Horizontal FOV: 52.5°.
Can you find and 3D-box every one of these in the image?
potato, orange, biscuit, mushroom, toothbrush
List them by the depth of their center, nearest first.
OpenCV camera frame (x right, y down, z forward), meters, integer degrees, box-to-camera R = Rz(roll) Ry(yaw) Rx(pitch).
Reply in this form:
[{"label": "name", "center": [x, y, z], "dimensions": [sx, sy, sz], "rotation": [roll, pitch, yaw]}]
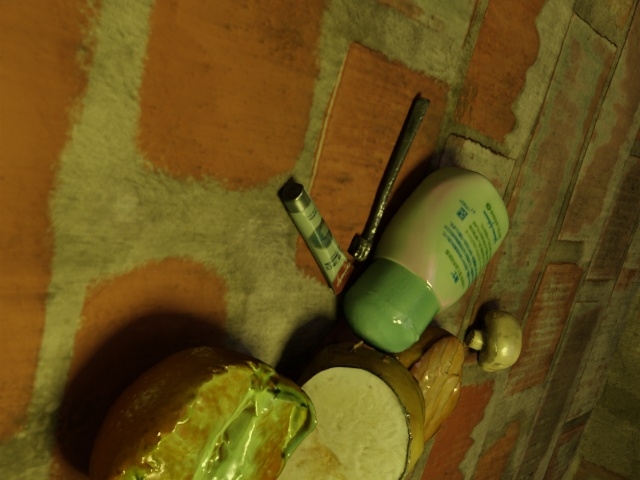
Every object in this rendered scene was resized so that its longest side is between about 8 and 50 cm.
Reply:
[{"label": "orange", "center": [-0.151, 0.265, 0.852], "dimensions": [0.262, 0.196, 0.334], "rotation": [-51, 136, 4]}, {"label": "potato", "center": [0.044, 0.313, 1.072], "dimensions": [0.300, 0.246, 0.196], "rotation": [-48, 169, 17]}, {"label": "toothbrush", "center": [0.117, -0.104, 1.095], "dimensions": [0.030, 0.030, 0.297], "rotation": [21, 93, -41]}, {"label": "biscuit", "center": [0.188, 0.310, 1.326], "dimensions": [0.296, 0.102, 0.296], "rotation": [-29, 132, -38]}, {"label": "mushroom", "center": [0.404, 0.235, 1.523], "dimensions": [0.154, 0.122, 0.154], "rotation": [8, 90, -89]}]

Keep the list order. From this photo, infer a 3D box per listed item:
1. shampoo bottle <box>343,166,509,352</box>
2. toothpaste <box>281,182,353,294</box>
[{"label": "shampoo bottle", "center": [0.179, 0.043, 1.141], "dimensions": [0.349, 0.151, 0.222], "rotation": [-49, 133, -20]}, {"label": "toothpaste", "center": [0.000, 0.000, 1.011], "dimensions": [0.062, 0.039, 0.239], "rotation": [-56, 142, -22]}]
